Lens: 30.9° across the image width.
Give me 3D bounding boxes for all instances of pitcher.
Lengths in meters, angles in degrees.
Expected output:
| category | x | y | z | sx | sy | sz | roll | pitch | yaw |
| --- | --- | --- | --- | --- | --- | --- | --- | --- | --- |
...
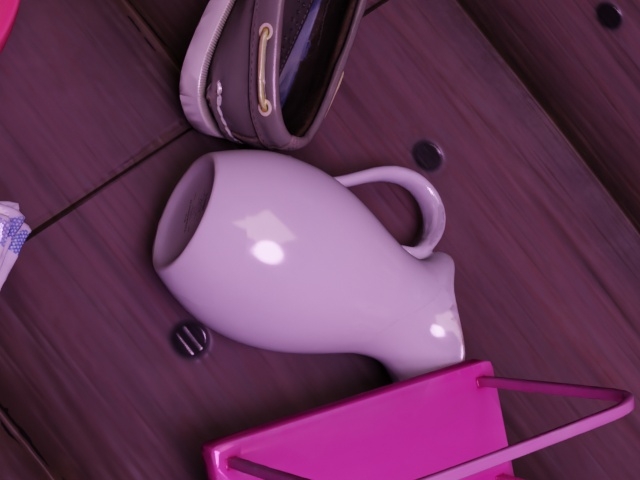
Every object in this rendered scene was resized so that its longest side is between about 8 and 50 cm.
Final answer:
| category | x | y | z | sx | sy | sz | roll | pitch | yaw |
| --- | --- | --- | --- | --- | --- | --- | --- | --- | --- |
| pitcher | 0.000 | 0.000 | 0.791 | 0.207 | 0.125 | 0.177 | 25 | 52 | -25 |

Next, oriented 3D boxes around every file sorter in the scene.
| category | x | y | z | sx | sy | sz | roll | pitch | yaw |
| --- | --- | --- | --- | --- | --- | --- | --- | --- | --- |
| file sorter | 0.085 | 0.238 | 0.660 | 0.202 | 0.182 | 0.290 | -13 | 94 | -27 |

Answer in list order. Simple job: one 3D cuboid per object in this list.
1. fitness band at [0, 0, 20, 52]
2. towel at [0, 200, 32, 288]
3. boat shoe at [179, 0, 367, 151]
| category | x | y | z | sx | sy | sz | roll | pitch | yaw |
| --- | --- | --- | --- | --- | --- | --- | --- | --- | --- |
| fitness band | -0.340 | -0.193 | 0.748 | 0.291 | 0.054 | 0.209 | 24 | 67 | -13 |
| towel | -0.298 | 0.070 | 0.611 | 0.209 | 0.034 | 0.285 | 22 | 62 | -13 |
| boat shoe | 0.000 | -0.207 | 0.806 | 0.109 | 0.091 | 0.305 | 20 | 90 | -53 |
